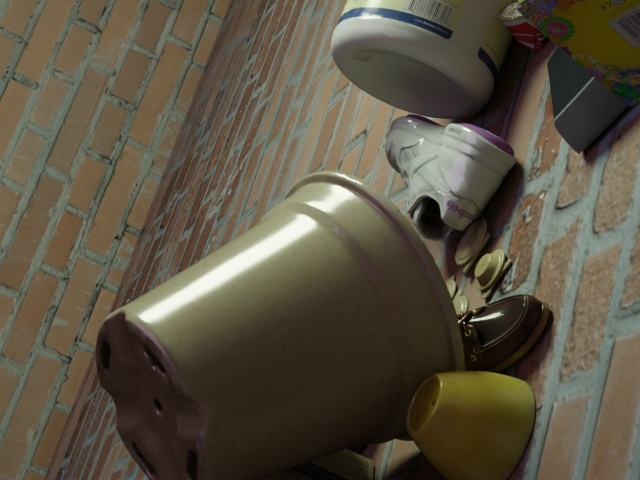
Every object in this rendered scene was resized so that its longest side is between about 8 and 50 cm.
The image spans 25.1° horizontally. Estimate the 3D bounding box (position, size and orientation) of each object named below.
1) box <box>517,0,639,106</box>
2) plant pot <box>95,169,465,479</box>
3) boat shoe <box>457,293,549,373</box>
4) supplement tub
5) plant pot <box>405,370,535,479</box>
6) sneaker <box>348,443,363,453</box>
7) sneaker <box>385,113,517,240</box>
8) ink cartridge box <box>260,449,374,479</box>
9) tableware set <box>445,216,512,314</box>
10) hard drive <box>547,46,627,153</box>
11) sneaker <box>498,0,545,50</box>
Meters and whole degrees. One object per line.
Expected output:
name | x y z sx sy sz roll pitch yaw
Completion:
box | 0.367 -0.331 1.376 0.290 0.177 0.279 -26 39 44
plant pot | -0.064 0.128 1.585 0.305 0.333 0.334 -24 -6 -32
boat shoe | 0.168 0.113 1.593 0.207 0.073 0.073 -43 21 46
supplement tub | 0.173 -0.358 1.991 0.235 0.235 0.324 -18 48 67
plant pot | 0.147 0.189 1.501 0.134 0.095 0.134 -53 20 29
sneaker | -0.052 0.250 1.959 0.410 0.158 0.182 -41 10 42
sneaker | 0.141 -0.082 1.885 0.152 0.114 0.305 -63 17 -2
ink cartridge box | -0.074 0.330 1.782 0.234 0.193 0.088 -52 21 36
tableware set | 0.176 0.051 1.751 0.141 0.020 0.168 -57 17 14
hard drive | 0.345 -0.236 1.610 0.254 0.054 0.172 -51 21 35
sneaker | 0.297 -0.283 1.864 0.118 0.067 0.042 -2 56 37
